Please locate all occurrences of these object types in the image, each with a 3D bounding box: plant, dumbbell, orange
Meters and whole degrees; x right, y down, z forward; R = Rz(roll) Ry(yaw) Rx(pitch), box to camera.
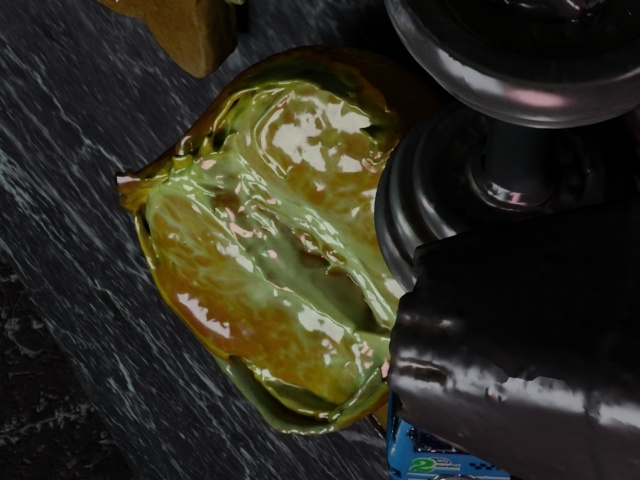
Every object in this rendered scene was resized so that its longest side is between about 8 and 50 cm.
[{"bbox_3d":[0.167,0.063,0.945,0.256,0.164,0.142,4,139,23],"label":"plant"},{"bbox_3d":[0.120,-0.078,1.039,0.179,0.179,0.406,43,162,20],"label":"dumbbell"},{"bbox_3d":[0.007,-0.003,1.370,0.262,0.196,0.334,53,127,13],"label":"orange"}]

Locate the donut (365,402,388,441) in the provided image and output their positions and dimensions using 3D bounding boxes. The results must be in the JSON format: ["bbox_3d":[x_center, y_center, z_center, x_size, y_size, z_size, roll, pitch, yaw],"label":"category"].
[{"bbox_3d":[0.111,0.099,1.568,0.272,0.107,0.272,40,155,23],"label":"donut"}]

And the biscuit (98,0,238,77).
[{"bbox_3d":[-0.155,-0.267,1.504,0.287,0.057,0.344,55,161,-16],"label":"biscuit"}]

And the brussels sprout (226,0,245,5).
[{"bbox_3d":[-0.047,-0.266,0.985,0.259,0.227,0.294,32,153,10],"label":"brussels sprout"}]

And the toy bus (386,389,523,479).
[{"bbox_3d":[0.167,0.105,1.220,0.246,0.113,0.134,1,142,8],"label":"toy bus"}]
